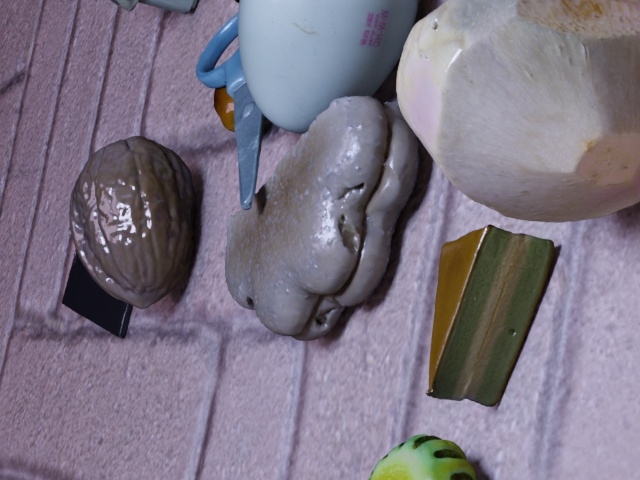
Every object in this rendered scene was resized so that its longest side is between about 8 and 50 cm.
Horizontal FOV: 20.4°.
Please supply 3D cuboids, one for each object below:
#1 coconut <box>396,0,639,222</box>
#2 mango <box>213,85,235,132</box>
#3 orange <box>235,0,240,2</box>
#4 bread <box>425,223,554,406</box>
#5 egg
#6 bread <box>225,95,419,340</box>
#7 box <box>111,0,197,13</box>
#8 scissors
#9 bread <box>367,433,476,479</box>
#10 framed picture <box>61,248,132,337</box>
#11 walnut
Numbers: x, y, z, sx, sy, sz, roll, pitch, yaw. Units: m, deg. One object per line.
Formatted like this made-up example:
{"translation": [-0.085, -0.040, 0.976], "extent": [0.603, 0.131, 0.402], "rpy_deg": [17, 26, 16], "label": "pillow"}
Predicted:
{"translation": [0.173, -0.113, 1.368], "extent": [0.237, 0.237, 0.197], "rpy_deg": [-111, 37, -53], "label": "coconut"}
{"translation": [-0.093, -0.175, 2.180], "extent": [0.077, 0.063, 0.127], "rpy_deg": [-38, 30, 12], "label": "mango"}
{"translation": [-0.040, -0.369, 2.018], "extent": [0.234, 0.182, 0.234], "rpy_deg": [-28, 55, 50], "label": "orange"}
{"translation": [0.143, 0.066, 1.508], "extent": [0.084, 0.074, 0.139], "rpy_deg": [155, 127, -64], "label": "bread"}
{"translation": [0.004, -0.234, 1.851], "extent": [0.183, 0.183, 0.264], "rpy_deg": [-114, 37, -55], "label": "egg"}
{"translation": [-0.005, -0.003, 1.842], "extent": [0.337, 0.102, 0.183], "rpy_deg": [-46, 37, 51], "label": "bread"}
{"translation": [-0.239, -0.473, 2.543], "extent": [0.290, 0.166, 0.220], "rpy_deg": [-70, 24, 10], "label": "box"}
{"translation": [-0.078, -0.166, 2.034], "extent": [0.192, 0.029, 0.447], "rpy_deg": [-38, 27, 24], "label": "scissors"}
{"translation": [0.089, 0.235, 1.539], "extent": [0.139, 0.071, 0.130], "rpy_deg": [-36, 48, 53], "label": "bread"}
{"translation": [-0.309, 0.001, 2.626], "extent": [0.324, 0.013, 0.244], "rpy_deg": [18, 94, 66], "label": "framed picture"}
{"translation": [-0.240, -0.022, 2.307], "extent": [0.178, 0.178, 0.230], "rpy_deg": [-34, 58, 57], "label": "walnut"}
